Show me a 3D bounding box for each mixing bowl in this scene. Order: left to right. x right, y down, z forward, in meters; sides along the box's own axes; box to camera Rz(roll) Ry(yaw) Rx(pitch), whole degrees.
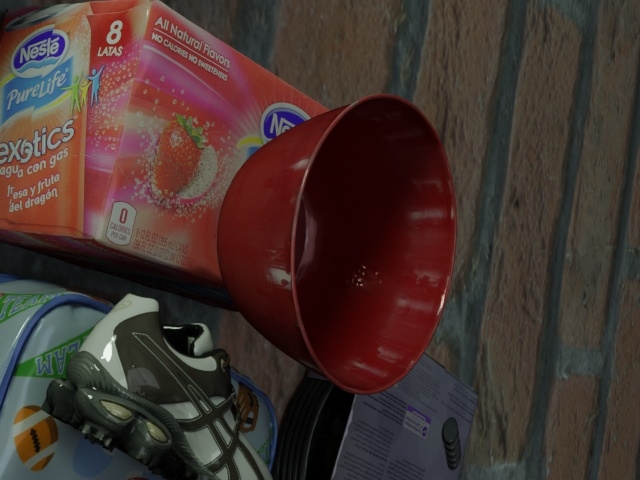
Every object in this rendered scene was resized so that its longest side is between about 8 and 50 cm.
[{"bbox_3d":[0.000,0.000,0.643,0.181,0.098,0.182,-9,101,-54],"label":"mixing bowl"}]

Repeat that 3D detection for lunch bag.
[{"bbox_3d":[-0.161,0.169,0.678,0.303,0.114,0.243,38,66,-51],"label":"lunch bag"}]

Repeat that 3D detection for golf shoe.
[{"bbox_3d":[-0.073,0.103,0.623,0.198,0.077,0.094,49,59,-50],"label":"golf shoe"}]

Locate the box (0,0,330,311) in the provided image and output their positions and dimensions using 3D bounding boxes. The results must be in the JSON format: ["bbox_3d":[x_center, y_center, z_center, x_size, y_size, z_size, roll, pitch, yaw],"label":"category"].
[{"bbox_3d":[-0.083,-0.040,0.730,0.300,0.142,0.154,25,74,-53],"label":"box"}]

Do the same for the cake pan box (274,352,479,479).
[{"bbox_3d":[0.055,0.228,1.027,0.267,0.070,0.246,37,62,-50],"label":"cake pan box"}]
